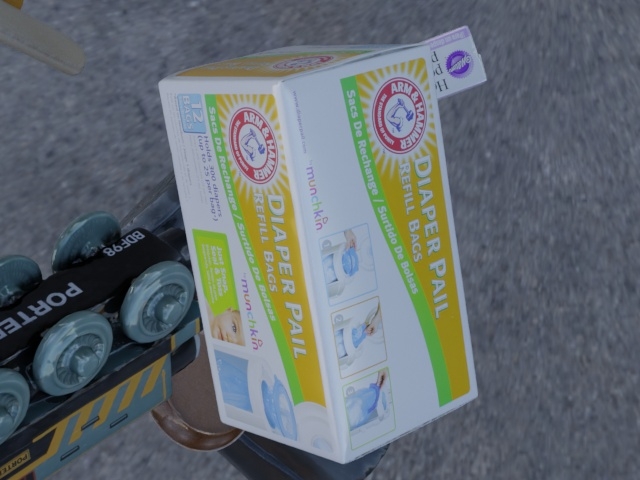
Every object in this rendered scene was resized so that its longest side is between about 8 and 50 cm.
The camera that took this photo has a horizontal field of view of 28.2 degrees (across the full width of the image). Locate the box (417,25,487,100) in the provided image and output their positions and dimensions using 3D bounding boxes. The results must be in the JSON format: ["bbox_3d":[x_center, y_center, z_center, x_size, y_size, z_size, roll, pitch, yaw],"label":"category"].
[{"bbox_3d":[0.013,-0.139,1.342,0.324,0.067,0.063,-20,94,5],"label":"box"}]

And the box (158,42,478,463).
[{"bbox_3d":[0.000,0.000,0.691,0.114,0.103,0.203,7,111,50],"label":"box"}]

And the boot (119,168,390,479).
[{"bbox_3d":[-0.093,0.141,1.566,0.445,0.146,0.367,44,145,-7],"label":"boot"}]

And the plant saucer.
[{"bbox_3d":[-0.130,0.150,1.420,0.168,0.029,0.168,1,92,33],"label":"plant saucer"}]

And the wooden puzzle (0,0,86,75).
[{"bbox_3d":[-0.285,-0.177,0.783,0.238,0.221,0.044,21,90,18],"label":"wooden puzzle"}]

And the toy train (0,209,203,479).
[{"bbox_3d":[-0.233,0.113,1.076,0.142,0.334,0.190,32,137,30],"label":"toy train"}]
